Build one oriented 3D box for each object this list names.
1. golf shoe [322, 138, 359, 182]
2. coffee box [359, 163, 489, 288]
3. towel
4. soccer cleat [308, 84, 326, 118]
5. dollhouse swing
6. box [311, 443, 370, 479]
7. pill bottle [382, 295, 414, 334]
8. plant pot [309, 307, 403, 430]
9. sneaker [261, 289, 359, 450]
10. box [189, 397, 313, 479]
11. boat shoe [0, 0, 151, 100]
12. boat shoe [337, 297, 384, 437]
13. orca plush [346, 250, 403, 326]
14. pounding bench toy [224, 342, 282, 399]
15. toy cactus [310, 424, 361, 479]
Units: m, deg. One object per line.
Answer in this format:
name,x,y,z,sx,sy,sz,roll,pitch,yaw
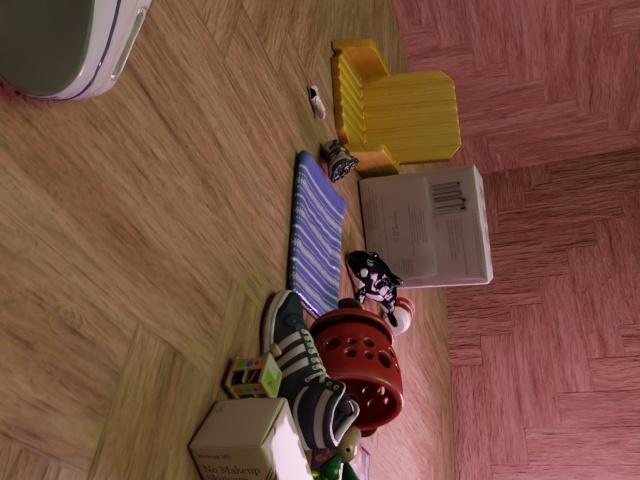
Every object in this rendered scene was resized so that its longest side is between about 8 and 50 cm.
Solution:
golf shoe,0.034,-0.195,1.342,0.094,0.077,0.198,48,11,-3
coffee box,0.340,-0.028,1.734,0.334,0.338,0.337,5,80,-70
towel,0.000,0.000,1.211,0.243,0.040,0.336,51,36,-55
soccer cleat,-0.010,-0.331,1.338,0.035,0.029,0.083,-30,108,-60
dollhouse swing,0.229,-0.394,1.626,0.315,0.305,0.347,29,56,-67
box,0.037,0.529,1.069,0.201,0.057,0.293,58,30,-48
pill bottle,0.240,0.234,1.725,0.152,0.086,0.086,-40,120,-68
plant pot,0.059,0.239,1.056,0.174,0.191,0.191,-83,156,-49
sneaker,-0.016,0.203,0.904,0.099,0.153,0.282,60,29,-49
box,-0.070,0.351,0.759,0.094,0.113,0.275,-58,135,-60
boat shoe,-0.183,-0.305,0.526,0.156,0.136,0.367,-60,169,-78
boat shoe,0.091,0.282,1.259,0.098,0.109,0.302,30,49,-65
orca plush,0.172,0.130,1.496,0.151,0.102,0.287,-53,132,-38
pounding bench toy,-0.096,0.190,0.817,0.083,0.065,0.052,-75,150,-48
toy cactus,0.029,0.372,0.954,0.219,0.112,0.180,46,27,5
